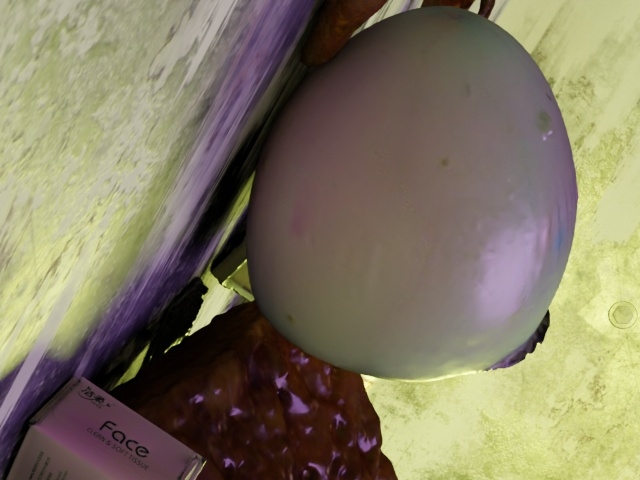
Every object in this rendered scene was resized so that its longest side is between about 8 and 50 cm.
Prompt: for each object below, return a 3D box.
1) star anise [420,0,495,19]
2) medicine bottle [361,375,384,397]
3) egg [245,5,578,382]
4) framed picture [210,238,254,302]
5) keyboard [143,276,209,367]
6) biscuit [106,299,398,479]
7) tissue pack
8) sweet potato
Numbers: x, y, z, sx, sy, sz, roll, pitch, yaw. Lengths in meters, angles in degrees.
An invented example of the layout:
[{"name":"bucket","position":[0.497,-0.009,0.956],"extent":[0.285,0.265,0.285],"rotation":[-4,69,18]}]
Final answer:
[{"name":"star anise","position":[0.217,-0.368,1.815],"extent":[0.196,0.111,0.212],"rotation":[-45,170,-39]},{"name":"medicine bottle","position":[-0.008,0.172,2.039],"extent":[0.371,0.211,0.211],"rotation":[-47,177,13]},{"name":"egg","position":[0.104,-0.078,1.410],"extent":[0.354,0.354,0.340],"rotation":[-50,153,-54]},{"name":"framed picture","position":[0.000,0.000,1.764],"extent":[0.247,0.022,0.335],"rotation":[-44,161,1]},{"name":"keyboard","position":[-0.187,0.139,1.584],"extent":[0.072,0.023,0.231],"rotation":[-48,169,-49]},{"name":"biscuit","position":[-0.084,0.268,1.500],"extent":[0.166,0.343,0.395],"rotation":[-12,-167,35]},{"name":"tissue pack","position":[-0.231,0.264,1.274],"extent":[0.246,0.148,0.092],"rotation":[-60,175,35]},{"name":"sweet potato","position":[0.045,-0.256,1.280],"extent":[0.255,0.058,0.078],"rotation":[-56,-164,27]}]
